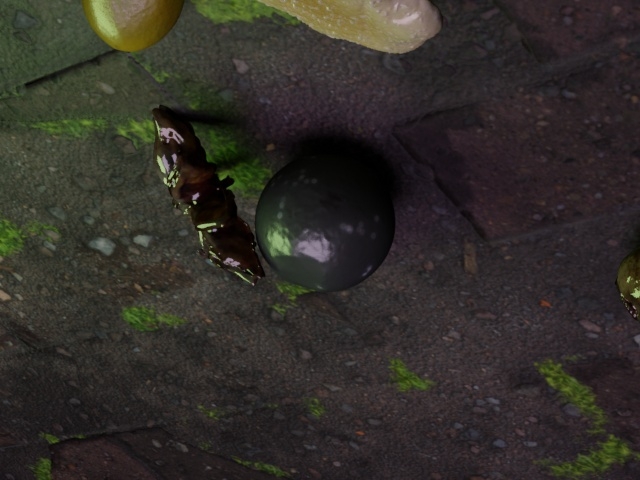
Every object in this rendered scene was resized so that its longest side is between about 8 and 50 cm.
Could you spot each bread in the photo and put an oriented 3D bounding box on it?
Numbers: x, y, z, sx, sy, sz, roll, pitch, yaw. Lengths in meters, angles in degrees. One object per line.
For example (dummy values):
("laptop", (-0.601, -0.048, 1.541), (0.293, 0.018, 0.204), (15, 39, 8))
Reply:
("bread", (-0.014, -0.282, 1.611), (0.316, 0.054, 0.316), (26, 174, 3))

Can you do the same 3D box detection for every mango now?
("mango", (-0.218, -0.307, 1.766), (0.130, 0.092, 0.195), (29, 140, -7))

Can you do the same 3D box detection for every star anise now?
("star anise", (-0.150, -0.055, 1.962), (0.088, 0.288, 0.288), (-27, 138, -8))

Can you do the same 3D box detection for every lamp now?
("lamp", (-0.016, -0.005, 2.000), (0.182, 0.182, 0.314), (30, 156, -10))

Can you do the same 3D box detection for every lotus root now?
("lotus root", (0.467, 0.055, 1.844), (0.214, 0.138, 0.138), (-6, 136, 34))
